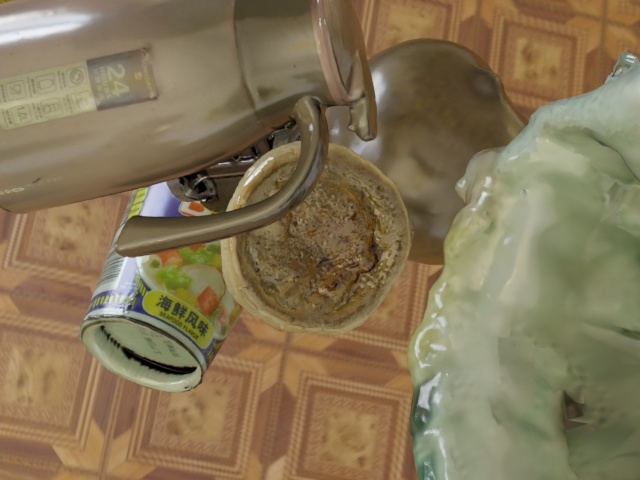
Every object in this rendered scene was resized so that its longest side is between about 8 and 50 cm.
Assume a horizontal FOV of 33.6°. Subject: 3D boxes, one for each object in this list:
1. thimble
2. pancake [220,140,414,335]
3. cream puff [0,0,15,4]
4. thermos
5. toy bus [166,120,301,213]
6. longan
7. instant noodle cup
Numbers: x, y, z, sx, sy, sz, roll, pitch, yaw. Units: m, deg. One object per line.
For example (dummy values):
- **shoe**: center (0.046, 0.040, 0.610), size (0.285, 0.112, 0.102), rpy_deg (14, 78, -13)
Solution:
- **thimble**: center (0.156, 0.067, 0.359), size (0.167, 0.254, 0.288), rpy_deg (15, 33, -33)
- **pancake**: center (0.000, -0.001, 0.780), size (0.152, 0.025, 0.151), rpy_deg (-3, 98, -21)
- **cream puff**: center (-0.273, -0.281, 1.195), size (0.244, 0.244, 0.196), rpy_deg (-35, 78, -19)
- **thermos**: center (-0.069, -0.063, 0.511), size (0.193, 0.105, 0.137), rpy_deg (-9, 77, 13)
- **toy bus**: center (-0.091, -0.179, 0.887), size (0.151, 0.145, 0.331), rpy_deg (-58, 133, -41)
- **longan**: center (0.173, -0.135, 1.654), size (0.361, 0.361, 0.360), rpy_deg (3, 74, -11)
- **instant noodle cup**: center (-0.210, 0.047, 1.599), size (0.284, 0.284, 0.312), rpy_deg (25, 55, -5)
